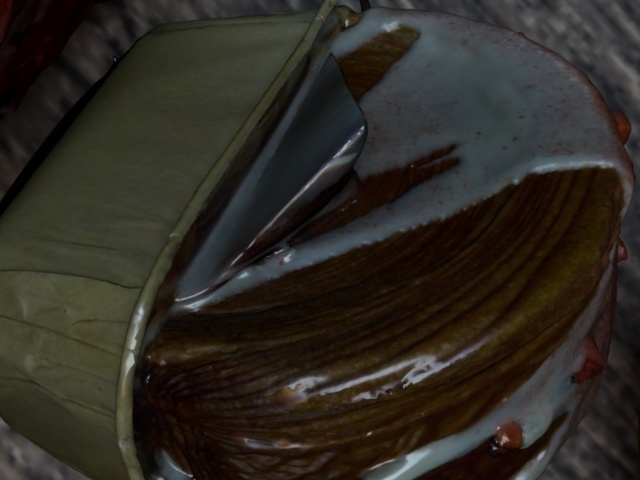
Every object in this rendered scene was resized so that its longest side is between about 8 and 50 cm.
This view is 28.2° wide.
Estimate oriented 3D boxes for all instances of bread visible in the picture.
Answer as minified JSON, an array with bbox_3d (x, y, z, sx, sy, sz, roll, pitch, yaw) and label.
[{"bbox_3d":[0.000,0.000,0.448,0.212,0.142,0.224,8,46,21],"label":"bread"}]

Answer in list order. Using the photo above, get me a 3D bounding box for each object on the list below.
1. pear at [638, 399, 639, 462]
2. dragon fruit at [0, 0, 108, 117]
[{"bbox_3d":[0.221,0.065,0.468,0.197,0.197,0.197,0,90,0],"label":"pear"},{"bbox_3d":[-0.130,-0.182,0.411,0.228,0.286,0.329,36,87,-4],"label":"dragon fruit"}]
